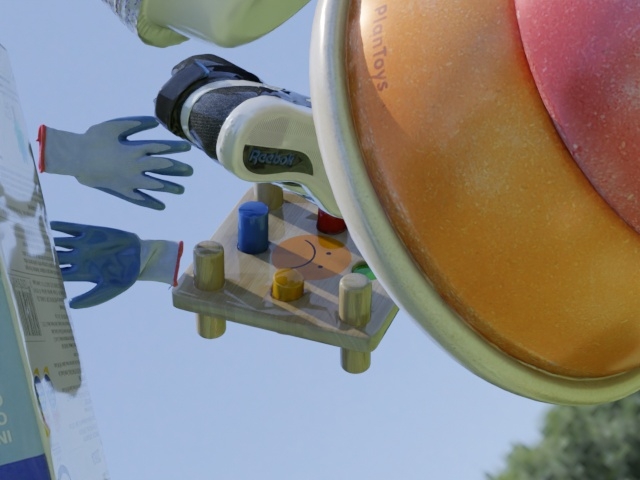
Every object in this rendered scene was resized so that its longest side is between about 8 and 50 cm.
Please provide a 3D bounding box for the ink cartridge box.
[{"bbox_3d":[-0.240,0.063,1.153,0.151,0.395,0.270,-16,-3,-1],"label":"ink cartridge box"}]

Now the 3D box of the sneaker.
[{"bbox_3d":[-0.031,-0.084,1.302,0.217,0.121,0.079,18,-76,-56],"label":"sneaker"}]

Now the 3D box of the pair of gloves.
[{"bbox_3d":[-0.209,-0.028,1.814,0.023,0.159,0.198,-130,45,-82],"label":"pair of gloves"}]

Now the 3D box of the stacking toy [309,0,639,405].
[{"bbox_3d":[0.259,-0.123,1.045,0.480,0.350,0.350,-25,4,43],"label":"stacking toy"}]

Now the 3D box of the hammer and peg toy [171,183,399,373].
[{"bbox_3d":[0.000,0.000,2.209,0.361,0.266,0.127,-57,-27,-51],"label":"hammer and peg toy"}]

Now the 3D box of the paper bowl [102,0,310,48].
[{"bbox_3d":[-0.065,-0.280,1.593,0.284,0.148,0.284,-42,-9,-8],"label":"paper bowl"}]
